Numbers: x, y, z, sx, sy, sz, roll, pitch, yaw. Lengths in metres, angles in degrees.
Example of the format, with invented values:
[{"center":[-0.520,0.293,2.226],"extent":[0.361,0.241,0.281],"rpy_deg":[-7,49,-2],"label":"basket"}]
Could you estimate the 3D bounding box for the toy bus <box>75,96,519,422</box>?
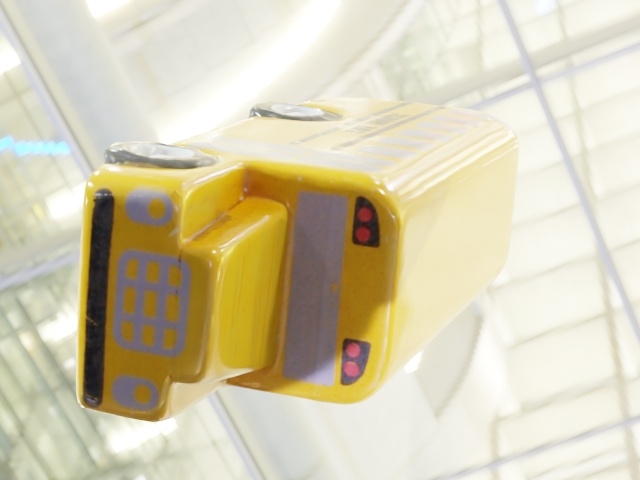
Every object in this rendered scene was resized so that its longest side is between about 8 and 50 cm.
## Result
[{"center":[0.000,0.000,0.798],"extent":[0.130,0.108,0.333],"rpy_deg":[10,-167,16],"label":"toy bus"}]
